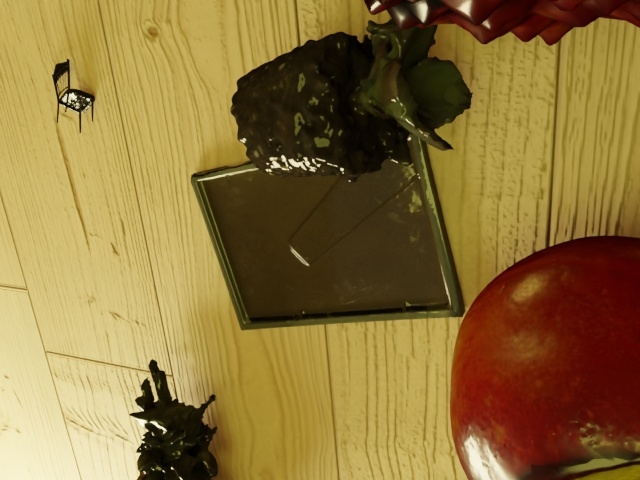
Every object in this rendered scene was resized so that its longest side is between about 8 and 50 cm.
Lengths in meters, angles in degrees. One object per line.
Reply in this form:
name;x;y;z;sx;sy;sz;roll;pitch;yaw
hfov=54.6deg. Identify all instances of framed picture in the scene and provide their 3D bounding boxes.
framed picture;0.000;0.000;0.704;0.289;0.016;0.213;-8;107;28

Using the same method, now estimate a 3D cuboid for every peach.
peach;0.249;0.115;0.504;0.275;0.249;0.245;-20;81;36

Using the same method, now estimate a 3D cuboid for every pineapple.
pineapple;-0.207;0.332;0.880;0.169;0.169;0.340;11;105;21

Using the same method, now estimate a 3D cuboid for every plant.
plant;0.027;-0.124;0.563;0.203;0.131;0.142;1;96;38

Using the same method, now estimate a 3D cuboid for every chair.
chair;-0.302;-0.176;0.761;0.037;0.042;0.086;-32;60;31

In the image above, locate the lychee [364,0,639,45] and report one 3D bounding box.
lychee;0.159;-0.302;0.256;0.424;0.425;0.500;53;141;-4
